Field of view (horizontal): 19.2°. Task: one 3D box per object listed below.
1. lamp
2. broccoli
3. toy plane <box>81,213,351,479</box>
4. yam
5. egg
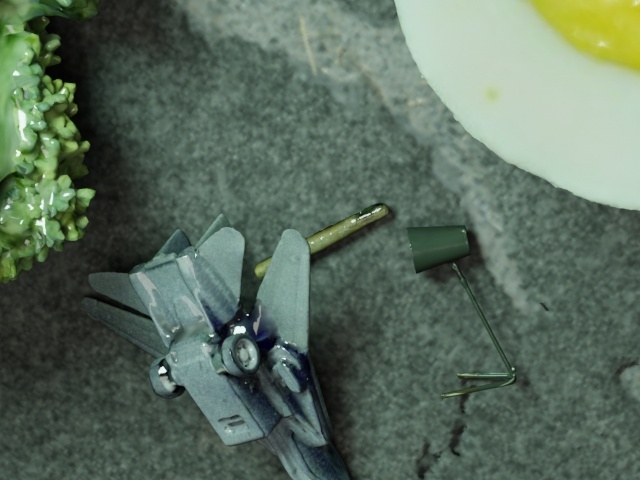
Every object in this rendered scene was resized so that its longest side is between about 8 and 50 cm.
[{"bbox_3d":[0.097,0.044,1.292,0.054,0.041,0.121,-12,102,4],"label":"lamp"},{"bbox_3d":[-0.251,-0.083,1.190,0.249,0.302,0.375,24,110,-40],"label":"broccoli"},{"bbox_3d":[-0.043,0.115,1.308,0.212,0.088,0.267,-17,108,38],"label":"toy plane"},{"bbox_3d":[0.000,0.000,1.303,0.107,0.014,0.014,-27,102,17],"label":"yam"},{"bbox_3d":[0.221,-0.178,1.109,0.337,0.201,0.337,5,99,33],"label":"egg"}]
